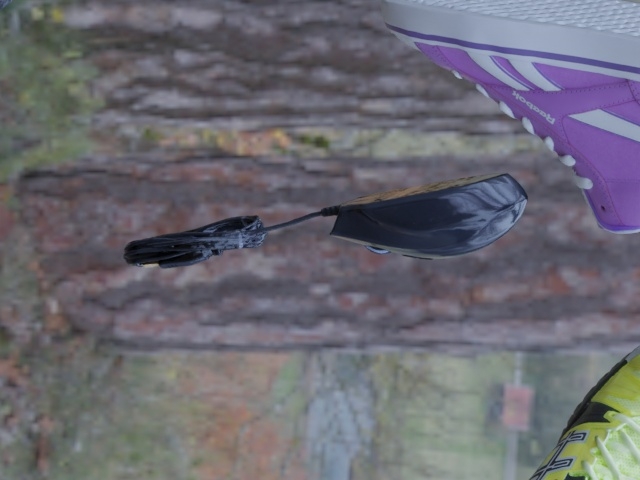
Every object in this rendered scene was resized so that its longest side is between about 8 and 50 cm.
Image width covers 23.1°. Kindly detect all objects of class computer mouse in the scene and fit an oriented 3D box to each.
[{"bbox_3d":[0.000,0.000,0.884,0.071,0.242,0.041,-25,105,-66],"label":"computer mouse"}]

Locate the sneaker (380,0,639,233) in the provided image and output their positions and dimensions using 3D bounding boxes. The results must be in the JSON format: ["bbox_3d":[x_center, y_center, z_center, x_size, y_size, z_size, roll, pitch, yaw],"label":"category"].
[{"bbox_3d":[0.159,-0.088,1.069,0.102,0.282,0.161,-32,132,-42],"label":"sneaker"}]

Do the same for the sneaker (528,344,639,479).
[{"bbox_3d":[0.257,0.253,1.453,0.384,0.145,0.147,-53,176,0],"label":"sneaker"}]

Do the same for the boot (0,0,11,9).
[{"bbox_3d":[-0.297,-0.368,1.518,0.118,0.338,0.222,55,10,-76],"label":"boot"}]
